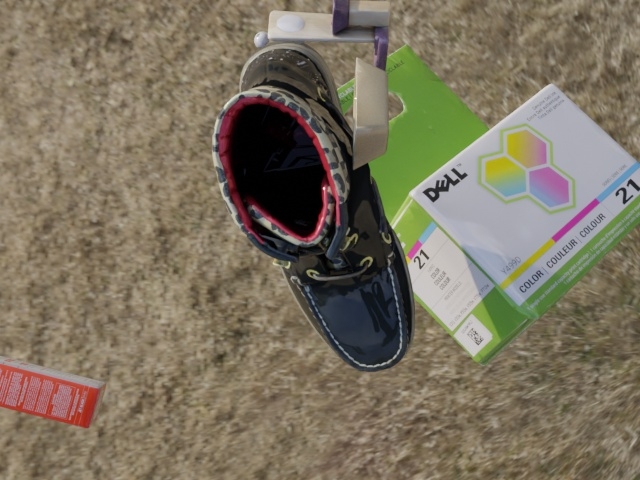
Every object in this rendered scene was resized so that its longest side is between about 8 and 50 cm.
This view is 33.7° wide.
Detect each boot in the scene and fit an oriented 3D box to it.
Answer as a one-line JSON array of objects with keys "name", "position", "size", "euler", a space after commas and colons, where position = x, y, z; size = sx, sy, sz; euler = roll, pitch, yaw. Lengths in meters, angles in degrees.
[{"name": "boot", "position": [-0.002, 0.000, 0.650], "size": [0.085, 0.178, 0.236], "euler": [-17, 104, 8]}]

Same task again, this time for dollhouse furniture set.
[{"name": "dollhouse furniture set", "position": [0.000, -0.106, 0.609], "size": [0.081, 0.091, 0.114], "euler": [2, 50, 0]}]

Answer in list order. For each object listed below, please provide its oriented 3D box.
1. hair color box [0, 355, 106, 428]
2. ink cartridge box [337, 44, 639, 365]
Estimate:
[{"name": "hair color box", "position": [-0.286, 0.143, 1.034], "size": [0.141, 0.072, 0.043], "euler": [16, 85, -5]}, {"name": "ink cartridge box", "position": [0.114, -0.059, 0.846], "size": [0.189, 0.097, 0.255], "euler": [-37, 78, -31]}]
